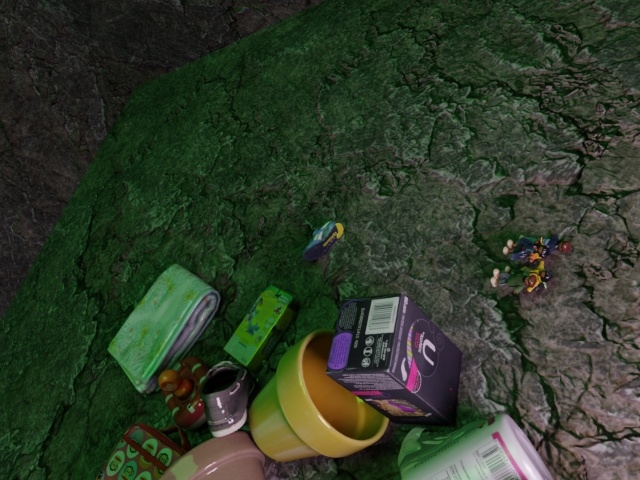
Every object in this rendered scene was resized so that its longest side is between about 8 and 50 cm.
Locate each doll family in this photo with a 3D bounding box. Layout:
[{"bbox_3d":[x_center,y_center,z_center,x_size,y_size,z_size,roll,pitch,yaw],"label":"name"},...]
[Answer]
[{"bbox_3d":[0.443,0.043,1.231,0.111,0.076,0.193,0,55,48],"label":"doll family"}]

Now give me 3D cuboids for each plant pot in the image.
[{"bbox_3d":[-0.021,0.354,1.270,0.239,0.254,0.254,-40,36,34],"label":"plant pot"},{"bbox_3d":[-0.197,0.578,1.242,0.263,0.263,0.229,-44,56,3],"label":"plant pot"}]

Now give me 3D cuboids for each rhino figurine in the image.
[{"bbox_3d":[-0.139,0.361,1.486,0.243,0.073,0.106,-19,42,33],"label":"rhino figurine"}]

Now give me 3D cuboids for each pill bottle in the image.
[{"bbox_3d":[0.240,0.434,1.009,0.283,0.160,0.160,-36,40,13],"label":"pill bottle"}]

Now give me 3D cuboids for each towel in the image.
[{"bbox_3d":[-0.506,0.266,1.889,0.320,0.090,0.374,24,74,49],"label":"towel"}]

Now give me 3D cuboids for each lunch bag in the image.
[{"bbox_3d":[-0.428,0.601,1.516,0.293,0.120,0.258,10,60,44],"label":"lunch bag"}]

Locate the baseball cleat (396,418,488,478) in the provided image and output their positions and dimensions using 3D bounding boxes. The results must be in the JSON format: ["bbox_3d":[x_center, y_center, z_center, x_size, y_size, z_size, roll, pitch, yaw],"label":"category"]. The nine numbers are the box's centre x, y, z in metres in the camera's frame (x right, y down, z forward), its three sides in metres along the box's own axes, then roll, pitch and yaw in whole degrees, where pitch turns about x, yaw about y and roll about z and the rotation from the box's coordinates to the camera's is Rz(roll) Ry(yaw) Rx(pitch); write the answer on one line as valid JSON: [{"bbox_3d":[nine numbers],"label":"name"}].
[{"bbox_3d":[0.230,0.383,1.134,0.206,0.072,0.109,-36,33,7],"label":"baseball cleat"}]

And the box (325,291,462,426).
[{"bbox_3d":[0.155,0.240,1.163,0.143,0.270,0.165,-10,51,36],"label":"box"}]

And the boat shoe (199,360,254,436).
[{"bbox_3d":[-0.218,0.331,1.371,0.112,0.095,0.335,-18,11,-4],"label":"boat shoe"}]

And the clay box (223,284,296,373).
[{"bbox_3d":[-0.158,0.238,1.624,0.127,0.053,0.222,22,72,49],"label":"clay box"}]

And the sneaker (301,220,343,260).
[{"bbox_3d":[0.000,0.000,1.688,0.144,0.053,0.059,-42,39,-8],"label":"sneaker"}]

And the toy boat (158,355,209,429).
[{"bbox_3d":[-0.376,0.399,1.604,0.151,0.151,0.231,-50,39,-3],"label":"toy boat"}]
